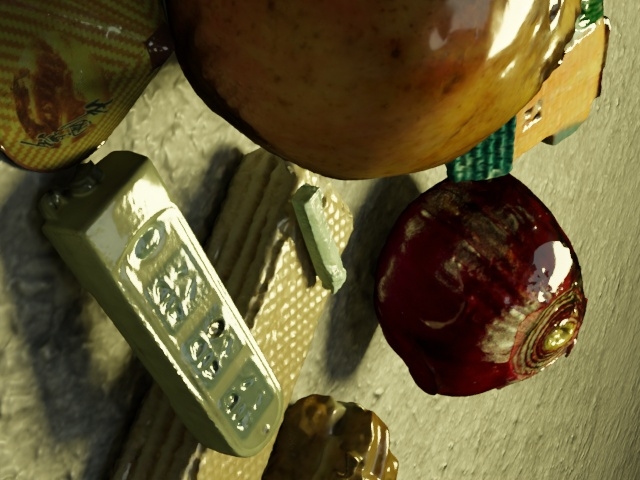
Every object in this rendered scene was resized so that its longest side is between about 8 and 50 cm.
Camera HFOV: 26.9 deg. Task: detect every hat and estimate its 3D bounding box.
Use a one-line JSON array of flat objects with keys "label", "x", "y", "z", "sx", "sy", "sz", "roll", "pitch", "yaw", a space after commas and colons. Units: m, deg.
[{"label": "hat", "x": -0.128, "y": -0.128, "z": 0.838, "sx": 0.193, "sy": 0.082, "sz": 0.193, "roll": -43, "pitch": 141, "yaw": -49}]

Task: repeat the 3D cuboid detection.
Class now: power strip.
[{"label": "power strip", "x": -0.102, "y": 0.058, "z": 0.956, "sx": 0.080, "sy": 0.048, "sz": 0.286, "roll": -51, "pitch": 133, "yaw": -29}]

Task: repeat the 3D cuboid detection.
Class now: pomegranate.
[{"label": "pomegranate", "x": 0.038, "y": -0.193, "z": 0.915, "sx": 0.322, "sy": 0.322, "sz": 0.322, "roll": -46, "pitch": 144, "yaw": -48}]

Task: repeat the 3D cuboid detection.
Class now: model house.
[{"label": "model house", "x": 0.144, "y": -0.177, "z": 1.344, "sx": 0.291, "sy": 0.184, "sz": 0.253, "roll": -43, "pitch": 150, "yaw": -28}]

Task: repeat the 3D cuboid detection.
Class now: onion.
[{"label": "onion", "x": 0.153, "y": 0.044, "z": 1.430, "sx": 0.206, "sy": 0.216, "sz": 0.207, "roll": -38, "pitch": 149, "yaw": -14}]

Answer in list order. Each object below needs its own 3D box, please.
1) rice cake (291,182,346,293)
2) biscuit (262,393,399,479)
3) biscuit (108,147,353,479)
[{"label": "rice cake", "x": 0.000, "y": 0.000, "z": 1.089, "sx": 0.022, "sy": 0.021, "sz": 0.121, "roll": -51, "pitch": 147, "yaw": -25}, {"label": "biscuit", "x": -0.029, "y": 0.346, "z": 1.326, "sx": 0.366, "sy": 0.115, "sz": 0.268, "roll": -56, "pitch": 152, "yaw": -32}, {"label": "biscuit", "x": -0.087, "y": 0.134, "z": 1.100, "sx": 0.426, "sy": 0.078, "sz": 0.144, "roll": -69, "pitch": 155, "yaw": -13}]
